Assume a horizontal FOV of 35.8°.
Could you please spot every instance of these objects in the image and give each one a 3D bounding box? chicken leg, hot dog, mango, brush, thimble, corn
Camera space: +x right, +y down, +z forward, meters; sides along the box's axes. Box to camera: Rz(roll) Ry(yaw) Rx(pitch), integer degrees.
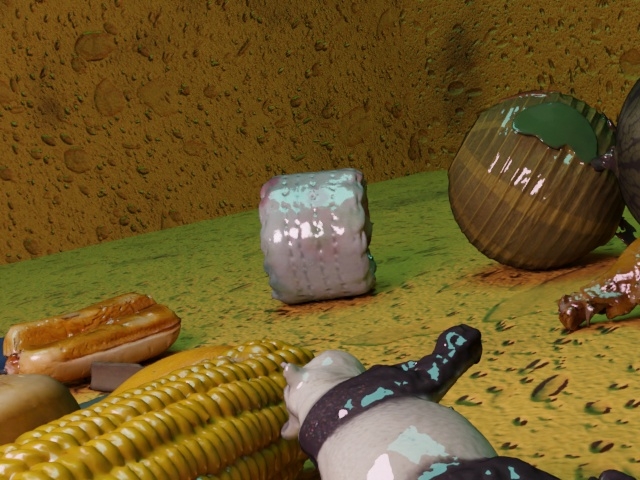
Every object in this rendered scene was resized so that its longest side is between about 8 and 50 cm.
[{"bbox_3d":[0.334,0.039,0.973,0.208,0.101,0.085,-29,0,8],"label":"chicken leg"},{"bbox_3d":[-0.255,0.119,1.147,0.102,0.076,0.249,23,22,29],"label":"hot dog"},{"bbox_3d":[-0.120,0.136,0.813,0.098,0.075,0.190,-18,6,41],"label":"mango"},{"bbox_3d":[-0.175,0.144,1.014,0.028,0.034,0.190,7,-8,-44],"label":"brush"},{"bbox_3d":[0.000,0.000,1.397,0.149,0.185,0.211,-7,-28,6],"label":"thimble"},{"bbox_3d":[-0.093,0.139,0.559,0.121,0.120,0.363,-6,6,28],"label":"corn"}]

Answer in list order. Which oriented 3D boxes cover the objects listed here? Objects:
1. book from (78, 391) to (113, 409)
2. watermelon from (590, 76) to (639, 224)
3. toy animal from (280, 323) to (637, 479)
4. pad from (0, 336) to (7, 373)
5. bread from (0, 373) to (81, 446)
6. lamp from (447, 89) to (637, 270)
[{"bbox_3d":[-0.217,0.159,0.880,0.135,0.017,0.103,-21,1,27],"label":"book"},{"bbox_3d":[0.493,-0.107,1.123,0.360,0.278,0.279,-6,7,15],"label":"watermelon"},{"bbox_3d":[0.052,0.114,0.520,0.121,0.093,0.225,-10,29,-22],"label":"toy animal"},{"bbox_3d":[-0.399,0.150,1.367,0.269,0.012,0.269,-9,7,3],"label":"pad"},{"bbox_3d":[-0.272,0.156,0.712,0.214,0.104,0.213,-11,3,1],"label":"bread"},{"bbox_3d":[0.313,-0.068,1.329,0.284,0.250,0.250,30,14,7],"label":"lamp"}]
